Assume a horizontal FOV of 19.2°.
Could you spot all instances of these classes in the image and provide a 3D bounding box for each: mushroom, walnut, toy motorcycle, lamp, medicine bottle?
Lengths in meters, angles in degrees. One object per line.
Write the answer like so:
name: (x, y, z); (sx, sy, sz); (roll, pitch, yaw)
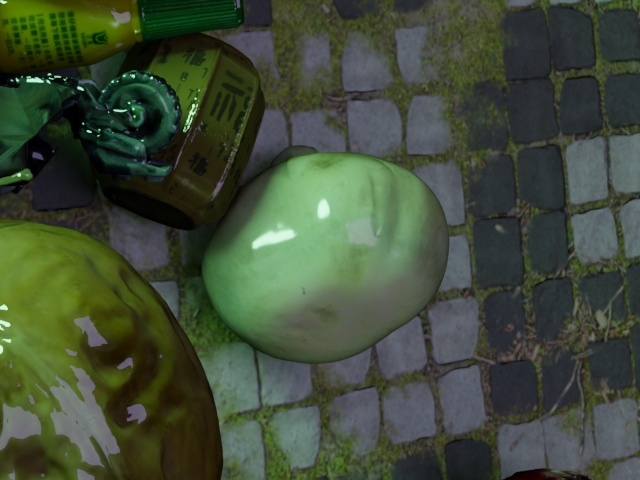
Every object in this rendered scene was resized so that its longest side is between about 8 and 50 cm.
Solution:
mushroom: (0.000, 0.000, 2.028); (0.260, 0.254, 0.234); (4, 42, -18)
walnut: (-0.275, 0.178, 1.740); (0.354, 0.308, 0.398); (-32, 101, -20)
toy motorcycle: (-0.271, -0.095, 1.832); (0.270, 0.106, 0.159); (6, 104, 4)
lamp: (-0.146, -0.114, 1.943); (0.161, 0.161, 0.185); (29, 74, -32)
medicine bottle: (-0.206, -0.219, 1.870); (0.260, 0.064, 0.095); (-6, 128, 1)

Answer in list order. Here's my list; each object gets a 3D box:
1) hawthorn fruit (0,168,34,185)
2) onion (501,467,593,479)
hawthorn fruit: (-0.410, -0.050, 1.729); (0.285, 0.165, 0.165); (0, 88, -38)
onion: (0.227, 0.398, 2.171); (0.314, 0.232, 0.314); (-22, 127, -33)
